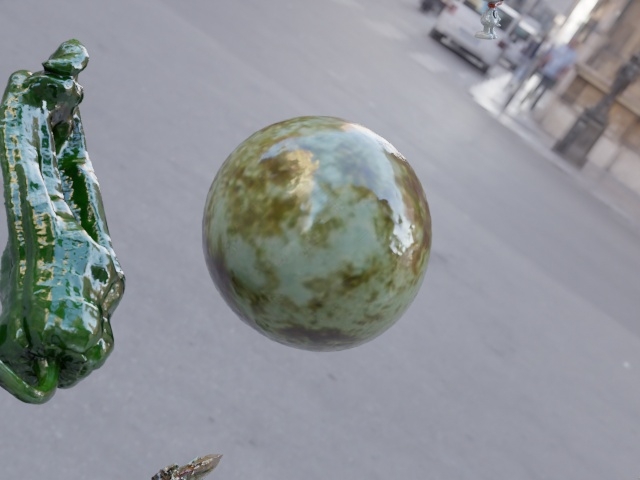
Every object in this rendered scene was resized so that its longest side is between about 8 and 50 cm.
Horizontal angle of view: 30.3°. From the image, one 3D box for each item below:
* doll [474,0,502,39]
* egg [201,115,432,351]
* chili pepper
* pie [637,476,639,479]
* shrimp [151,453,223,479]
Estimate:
[{"bbox_3d":[0.222,-0.300,1.510,0.040,0.085,0.058,24,46,39],"label":"doll"},{"bbox_3d":[0.000,0.000,1.243,0.238,0.238,0.289,41,-11,25],"label":"egg"},{"bbox_3d":[-0.157,-0.010,0.692,0.074,0.100,0.256,-10,55,-5],"label":"chili pepper"},{"bbox_3d":[0.198,0.168,0.607,0.128,0.282,0.068,57,-17,-8],"label":"pie"},{"bbox_3d":[-0.165,0.288,1.439,0.180,0.099,0.041,75,-9,-79],"label":"shrimp"}]
